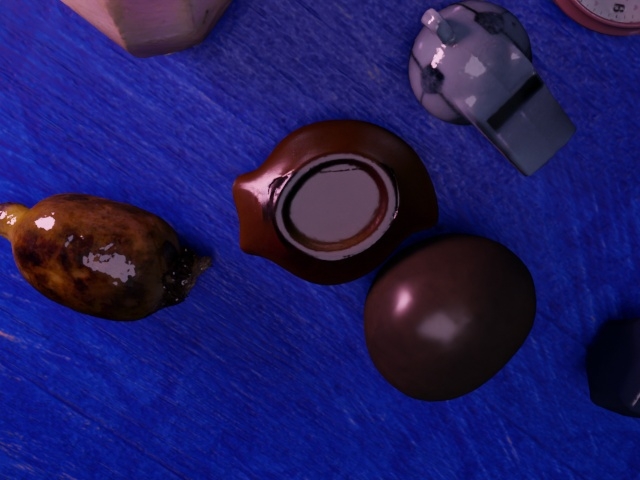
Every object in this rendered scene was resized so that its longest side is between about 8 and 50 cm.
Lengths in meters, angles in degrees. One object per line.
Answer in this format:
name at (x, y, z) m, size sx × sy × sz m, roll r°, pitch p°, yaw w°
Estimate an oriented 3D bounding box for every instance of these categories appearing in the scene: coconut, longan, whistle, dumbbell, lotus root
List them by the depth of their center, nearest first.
coconut at (-0.210, -0.330, 0.719) m, size 0.237 × 0.197 × 0.236 m, roll -1°, pitch 112°, yaw -3°
whistle at (0.207, -0.207, 0.796) m, size 0.163 × 0.163 × 0.290 m, roll -46°, pitch 141°, yaw 15°
longan at (0.176, 0.102, 0.850) m, size 0.246 × 0.215 × 0.246 m, roll -10°, pitch 152°, yaw -5°
lotus root at (-0.316, 0.023, 0.870) m, size 0.314 × 0.141 × 0.169 m, roll 17°, pitch 112°, yaw -5°
dumbbell at (0.574, 0.228, 0.924) m, size 0.325 × 0.160 × 0.144 m, roll 19°, pitch 78°, yaw -7°

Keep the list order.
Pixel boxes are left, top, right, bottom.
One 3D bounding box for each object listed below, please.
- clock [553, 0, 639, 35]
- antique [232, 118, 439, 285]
clock at (0.392, -0.379, 0.762) m, size 0.245 × 0.056 × 0.244 m, roll 0°, pitch 110°, yaw 1°
antique at (0.019, -0.051, 0.835) m, size 0.278 × 0.129 × 0.223 m, roll -2°, pitch 98°, yaw 1°
